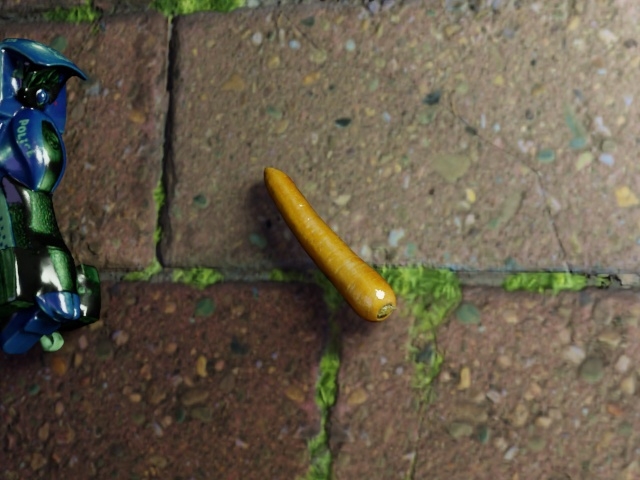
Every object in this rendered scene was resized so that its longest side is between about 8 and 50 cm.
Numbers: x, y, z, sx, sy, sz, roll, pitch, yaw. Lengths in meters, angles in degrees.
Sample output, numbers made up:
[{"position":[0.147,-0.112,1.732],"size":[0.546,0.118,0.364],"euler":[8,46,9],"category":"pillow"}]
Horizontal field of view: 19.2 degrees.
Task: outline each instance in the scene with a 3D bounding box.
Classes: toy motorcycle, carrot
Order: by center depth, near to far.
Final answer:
[{"position":[0.000,0.000,1.624],"size":[0.037,0.037,0.190],"euler":[-51,60,17],"category":"carrot"},{"position":[-0.294,-0.059,1.774],"size":[0.196,0.125,0.331],"euler":[-25,68,29],"category":"toy motorcycle"}]
